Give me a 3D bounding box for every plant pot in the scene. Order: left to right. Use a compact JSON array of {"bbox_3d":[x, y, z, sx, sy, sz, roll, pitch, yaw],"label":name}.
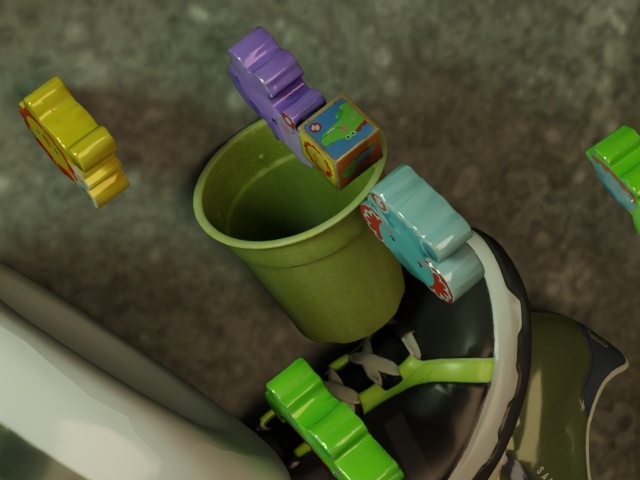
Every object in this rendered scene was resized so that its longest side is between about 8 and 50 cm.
[{"bbox_3d":[0.000,0.000,0.827,0.083,0.083,0.079,-35,130,-13],"label":"plant pot"}]

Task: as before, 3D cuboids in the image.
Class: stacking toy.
[{"bbox_3d":[0.012,-0.026,0.754,0.167,0.221,0.052,-37,155,-13],"label":"stacking toy"}]

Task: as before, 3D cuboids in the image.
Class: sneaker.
[{"bbox_3d":[0.007,0.097,0.853,0.097,0.084,0.235,23,95,-30],"label":"sneaker"},{"bbox_3d":[0.091,0.125,0.914,0.086,0.064,0.192,8,99,-24],"label":"sneaker"}]

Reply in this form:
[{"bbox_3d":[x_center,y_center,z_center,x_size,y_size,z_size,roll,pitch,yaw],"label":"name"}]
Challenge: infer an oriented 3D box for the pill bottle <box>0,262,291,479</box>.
[{"bbox_3d":[-0.172,0.177,0.727,0.188,0.188,0.334,34,89,-31],"label":"pill bottle"}]
